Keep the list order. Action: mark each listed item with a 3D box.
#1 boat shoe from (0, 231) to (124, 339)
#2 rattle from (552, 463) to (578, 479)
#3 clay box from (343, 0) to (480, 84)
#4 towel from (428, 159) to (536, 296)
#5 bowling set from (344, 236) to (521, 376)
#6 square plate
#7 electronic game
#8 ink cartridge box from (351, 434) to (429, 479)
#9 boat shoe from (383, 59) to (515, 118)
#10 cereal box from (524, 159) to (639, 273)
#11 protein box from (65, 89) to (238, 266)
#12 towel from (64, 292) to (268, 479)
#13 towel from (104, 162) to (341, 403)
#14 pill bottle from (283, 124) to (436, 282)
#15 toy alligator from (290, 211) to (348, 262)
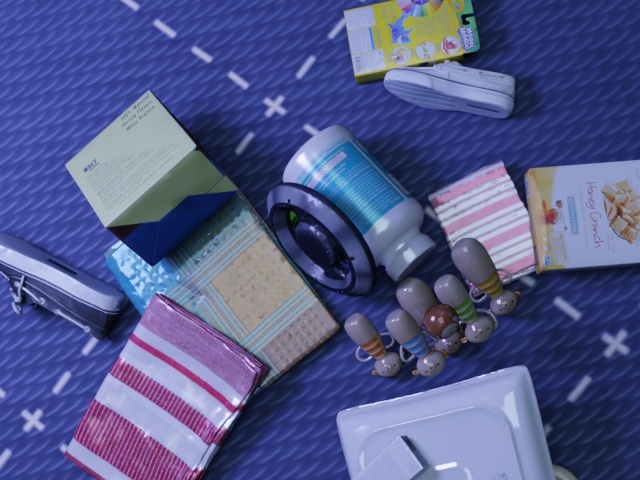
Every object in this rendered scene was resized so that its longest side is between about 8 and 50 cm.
[{"bbox_3d":[-0.496,0.076,1.826,0.306,0.113,0.105,26,97,-1],"label":"boat shoe"},{"bbox_3d":[0.323,0.392,1.624,0.199,0.143,0.130,40,102,8],"label":"rattle"},{"bbox_3d":[0.160,-0.359,1.829,0.222,0.053,0.128,-10,78,6],"label":"clay box"},{"bbox_3d":[0.282,-0.020,1.762,0.144,0.029,0.197,-24,77,7],"label":"towel"},{"bbox_3d":[0.187,0.147,1.650,0.287,0.200,0.154,-35,108,10],"label":"bowling set"},{"bbox_3d":[0.199,0.401,1.629,0.344,0.049,0.347,-19,75,25],"label":"square plate"},{"bbox_3d":[0.000,0.000,1.700,0.229,0.229,0.048,40,63,14],"label":"electronic game"},{"bbox_3d":[0.108,0.365,1.637,0.115,0.029,0.063,-45,66,17],"label":"ink cartridge box"},{"bbox_3d":[0.224,-0.269,1.798,0.226,0.083,0.076,15,71,0],"label":"boat shoe"},{"bbox_3d":[0.464,-0.041,1.709,0.240,0.047,0.173,-5,79,-1],"label":"cereal box"},{"bbox_3d":[-0.287,-0.107,1.771,0.200,0.136,0.201,-42,47,0],"label":"protein box"},{"bbox_3d":[-0.267,0.287,1.763,0.237,0.037,0.329,32,94,14],"label":"towel"},{"bbox_3d":[-0.174,0.088,1.808,0.271,0.040,0.370,-39,78,1],"label":"towel"},{"bbox_3d":[0.070,-0.056,1.739,0.146,0.146,0.264,-42,76,0],"label":"pill bottle"},{"bbox_3d":[0.007,0.003,1.786,0.189,0.051,0.056,40,88,14],"label":"toy alligator"}]
